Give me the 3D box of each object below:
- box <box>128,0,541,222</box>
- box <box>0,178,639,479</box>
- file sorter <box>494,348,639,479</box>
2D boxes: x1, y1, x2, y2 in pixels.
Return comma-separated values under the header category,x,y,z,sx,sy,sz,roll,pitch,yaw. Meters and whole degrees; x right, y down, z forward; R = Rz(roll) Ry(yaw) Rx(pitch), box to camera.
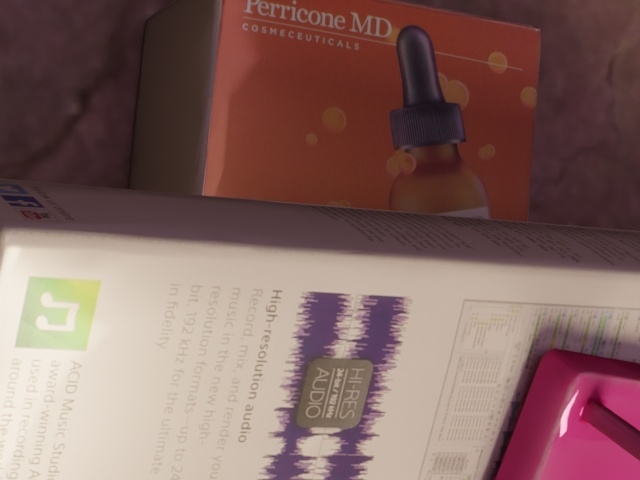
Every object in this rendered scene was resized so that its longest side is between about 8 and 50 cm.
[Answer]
category,x,y,z,sx,sy,sz,roll,pitch,yaw
box,0.000,0.000,0.730,0.130,0.091,0.170,8,82,-21
box,0.015,0.105,0.647,0.322,0.058,0.232,5,108,-29
file sorter,0.145,0.213,0.621,0.202,0.182,0.290,11,105,-33
